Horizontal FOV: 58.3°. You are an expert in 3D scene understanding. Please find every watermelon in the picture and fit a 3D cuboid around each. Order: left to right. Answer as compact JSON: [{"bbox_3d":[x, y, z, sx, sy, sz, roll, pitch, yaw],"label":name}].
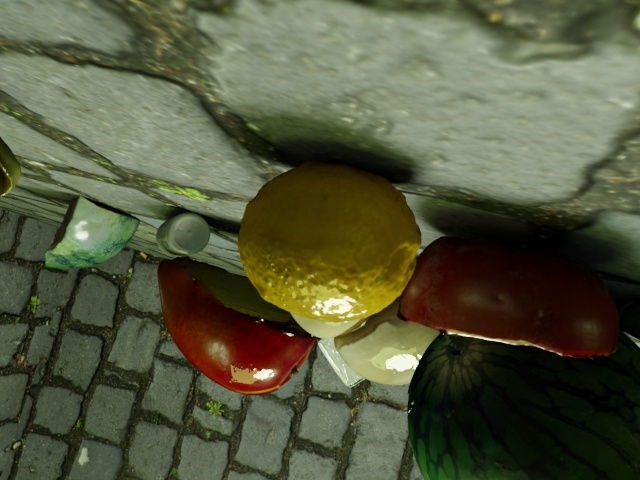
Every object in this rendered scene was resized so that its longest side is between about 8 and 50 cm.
[{"bbox_3d":[-0.577,-0.019,1.414,0.176,0.256,0.260,64,163,-15],"label":"watermelon"},{"bbox_3d":[0.284,0.240,0.758,0.363,0.363,0.363,15,172,2],"label":"watermelon"}]

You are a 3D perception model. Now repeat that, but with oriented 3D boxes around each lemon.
[{"bbox_3d":[0.000,0.000,0.511,0.187,0.142,0.142,7,169,34],"label":"lemon"}]

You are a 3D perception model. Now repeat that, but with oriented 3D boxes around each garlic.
[{"bbox_3d":[0.086,0.110,0.989,0.249,0.286,0.313,-29,-169,-15],"label":"garlic"}]

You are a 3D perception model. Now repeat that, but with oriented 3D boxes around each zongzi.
[{"bbox_3d":[0.437,0.108,0.770,0.109,0.055,0.119,18,-178,-15],"label":"zongzi"}]

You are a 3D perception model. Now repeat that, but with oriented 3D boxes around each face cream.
[{"bbox_3d":[-0.291,-0.009,1.180,0.082,0.082,0.269,18,172,-20],"label":"face cream"}]

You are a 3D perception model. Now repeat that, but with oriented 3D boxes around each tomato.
[{"bbox_3d":[0.193,0.042,0.606,0.228,0.101,0.228,7,-176,0],"label":"tomato"}]

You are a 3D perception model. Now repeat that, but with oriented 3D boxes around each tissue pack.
[{"bbox_3d":[0.062,0.168,1.259,0.159,0.145,0.229,59,-174,-31],"label":"tissue pack"}]

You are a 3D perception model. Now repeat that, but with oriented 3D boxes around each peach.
[{"bbox_3d":[-0.184,0.177,1.129,0.361,0.201,0.258,25,-171,9],"label":"peach"}]

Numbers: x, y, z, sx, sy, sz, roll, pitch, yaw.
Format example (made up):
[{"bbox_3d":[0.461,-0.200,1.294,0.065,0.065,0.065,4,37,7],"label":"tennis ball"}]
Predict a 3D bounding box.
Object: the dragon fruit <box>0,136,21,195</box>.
[{"bbox_3d":[-0.403,-0.084,0.485,0.224,0.224,0.227,15,170,-4],"label":"dragon fruit"}]
